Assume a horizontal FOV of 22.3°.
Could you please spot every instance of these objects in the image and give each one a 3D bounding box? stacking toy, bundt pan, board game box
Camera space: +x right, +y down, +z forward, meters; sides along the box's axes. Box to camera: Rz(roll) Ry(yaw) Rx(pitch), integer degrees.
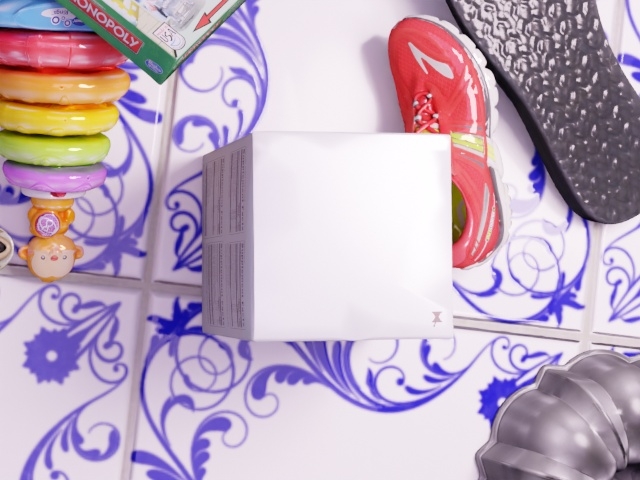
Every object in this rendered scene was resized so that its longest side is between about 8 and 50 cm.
[{"bbox_3d":[-0.271,-0.102,1.645,0.175,0.166,0.301,-1,103,-23],"label":"stacking toy"},{"bbox_3d":[0.340,0.283,1.776,0.331,0.124,0.330,1,87,-14],"label":"bundt pan"},{"bbox_3d":[-0.154,-0.311,1.618,0.213,0.046,0.317,39,47,-2],"label":"board game box"}]

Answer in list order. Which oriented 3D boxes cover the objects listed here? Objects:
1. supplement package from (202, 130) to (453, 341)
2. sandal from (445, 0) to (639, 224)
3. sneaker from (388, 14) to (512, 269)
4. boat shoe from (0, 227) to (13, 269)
[{"bbox_3d":[0.000,0.000,1.631,0.199,0.263,0.198,0,88,-14],"label":"supplement package"},{"bbox_3d":[0.234,-0.217,1.789,0.167,0.107,0.445,-30,108,-14],"label":"sandal"},{"bbox_3d":[0.128,-0.103,1.718,0.118,0.107,0.279,-24,98,-53],"label":"sneaker"},{"bbox_3d":[-0.405,0.007,1.632,0.190,0.072,0.068,-6,90,-13],"label":"boat shoe"}]
